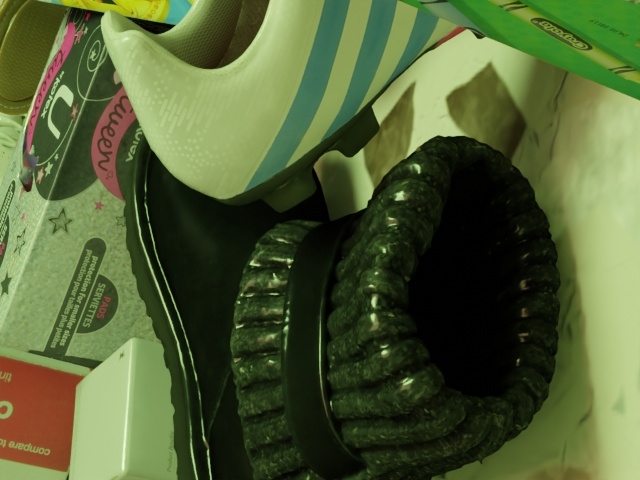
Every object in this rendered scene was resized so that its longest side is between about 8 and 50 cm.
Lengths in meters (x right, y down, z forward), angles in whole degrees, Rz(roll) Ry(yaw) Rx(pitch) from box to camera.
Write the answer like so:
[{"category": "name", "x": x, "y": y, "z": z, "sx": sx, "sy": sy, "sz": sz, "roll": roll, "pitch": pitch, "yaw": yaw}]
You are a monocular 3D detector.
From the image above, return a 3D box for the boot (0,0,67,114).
[{"category": "boot", "x": -0.309, "y": -0.266, "z": 1.585, "sx": 0.220, "sy": 0.109, "sz": 0.283, "roll": 9, "pitch": 81, "yaw": 61}]

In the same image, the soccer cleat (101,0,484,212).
[{"category": "soccer cleat", "x": 0.034, "y": -0.160, "z": 0.755, "sx": 0.331, "sy": 0.143, "sz": 0.116, "roll": -44, "pitch": 31, "yaw": -9}]

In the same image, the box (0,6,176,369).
[{"category": "box", "x": -0.140, "y": -0.038, "z": 1.095, "sx": 0.247, "sy": 0.163, "sz": 0.142, "roll": -67, "pitch": 27, "yaw": 12}]

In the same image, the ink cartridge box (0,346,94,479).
[{"category": "ink cartridge box", "x": -0.364, "y": 0.231, "z": 1.360, "sx": 0.279, "sy": 0.160, "sz": 0.385, "roll": 36, "pitch": 107, "yaw": 61}]

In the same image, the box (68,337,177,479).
[{"category": "box", "x": -0.117, "y": 0.138, "z": 1.038, "sx": 0.102, "sy": 0.087, "sz": 0.101, "roll": -37, "pitch": 44, "yaw": 48}]

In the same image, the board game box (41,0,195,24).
[{"category": "board game box", "x": -0.150, "y": -0.300, "z": 0.947, "sx": 0.302, "sy": 0.086, "sz": 0.308, "roll": 15, "pitch": 129, "yaw": 35}]

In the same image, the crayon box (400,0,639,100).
[{"category": "crayon box", "x": 0.101, "y": -0.167, "z": 0.604, "sx": 0.081, "sy": 0.278, "sz": 0.165, "roll": -12, "pitch": 64, "yaw": 58}]

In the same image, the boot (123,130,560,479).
[{"category": "boot", "x": 0.004, "y": 0.001, "z": 0.840, "sx": 0.260, "sy": 0.131, "sz": 0.348, "roll": -51, "pitch": 45, "yaw": 48}]

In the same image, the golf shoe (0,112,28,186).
[{"category": "golf shoe", "x": -0.351, "y": -0.129, "z": 1.592, "sx": 0.140, "sy": 0.115, "sz": 0.306, "roll": -60, "pitch": 31, "yaw": 17}]
